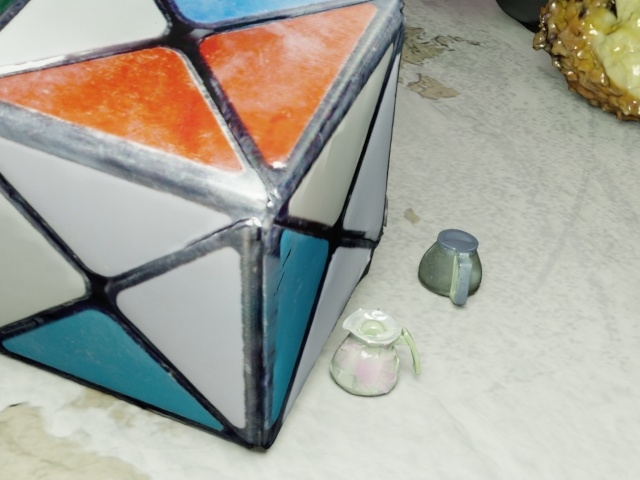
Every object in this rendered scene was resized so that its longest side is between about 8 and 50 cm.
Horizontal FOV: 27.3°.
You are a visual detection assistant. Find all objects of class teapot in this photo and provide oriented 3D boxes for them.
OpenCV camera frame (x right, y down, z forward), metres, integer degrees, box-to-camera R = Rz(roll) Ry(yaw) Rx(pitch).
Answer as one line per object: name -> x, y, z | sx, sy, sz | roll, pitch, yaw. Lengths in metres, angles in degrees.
teapot -> 0.053, 0.100, 1.191 | 0.083, 0.064, 0.064 | 4, 33, -9
teapot -> 0.137, 0.026, 1.342 | 0.066, 0.057, 0.088 | 3, 31, -9

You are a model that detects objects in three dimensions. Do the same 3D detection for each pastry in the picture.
pastry -> 0.498, -0.304, 1.754 | 0.405, 0.292, 0.337 | 9, 25, 10

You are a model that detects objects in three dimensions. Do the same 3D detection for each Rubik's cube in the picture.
Rubik's cube -> -0.115, -0.048, 1.113 | 0.305, 0.310, 0.307 | 18, 48, 10

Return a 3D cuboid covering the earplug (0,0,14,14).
earplug -> -0.402, -0.242, 1.536 | 0.280, 0.163, 0.257 | -14, 7, 5

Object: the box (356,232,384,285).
box -> 0.000, 0.000, 1.337 | 0.122, 0.069, 0.084 | 21, 35, 19

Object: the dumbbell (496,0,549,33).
dumbbell -> 0.277, -0.412, 1.885 | 0.388, 0.185, 0.185 | 11, 21, -48
